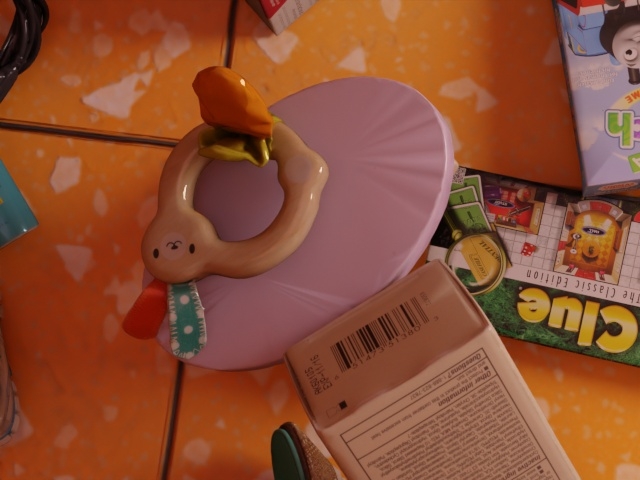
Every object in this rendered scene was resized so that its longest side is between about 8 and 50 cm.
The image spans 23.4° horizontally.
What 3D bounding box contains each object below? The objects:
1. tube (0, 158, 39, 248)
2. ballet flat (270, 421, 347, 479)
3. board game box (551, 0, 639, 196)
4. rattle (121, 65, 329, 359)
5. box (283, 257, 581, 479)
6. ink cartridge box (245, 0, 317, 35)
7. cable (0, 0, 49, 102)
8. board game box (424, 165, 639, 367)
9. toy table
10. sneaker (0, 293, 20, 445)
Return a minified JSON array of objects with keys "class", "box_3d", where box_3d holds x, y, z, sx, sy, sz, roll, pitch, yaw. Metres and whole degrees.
[{"class":"tube","box_3d":[-0.319,-0.086,1.326,0.080,0.052,0.207,-32,95,2]},{"class":"ballet flat","box_3d":[0.010,0.248,1.274,0.067,0.073,0.206,-8,83,-23]},{"class":"board game box","box_3d":[0.284,-0.151,1.296,0.160,0.039,0.211,-8,76,3]},{"class":"rattle","box_3d":[-0.091,-0.012,1.115,0.130,0.143,0.199,43,90,3]},{"class":"box","box_3d":[0.115,0.185,1.154,0.148,0.121,0.311,-31,118,0]},{"class":"ink cartridge box","box_3d":[0.000,-0.269,1.306,0.175,0.127,0.072,-40,81,-1]},{"class":"cable","box_3d":[-0.327,-0.186,1.356,0.151,0.047,0.184,35,96,-2]},{"class":"board game box","box_3d":[0.219,0.028,1.294,0.260,0.030,0.136,12,85,7]},{"class":"toy table","box_3d":[0.000,0.000,1.238,0.274,0.161,0.252,-30,75,10]},{"class":"sneaker","box_3d":[-0.296,0.079,1.305,0.071,0.083,0.190,-18,82,-14]}]
